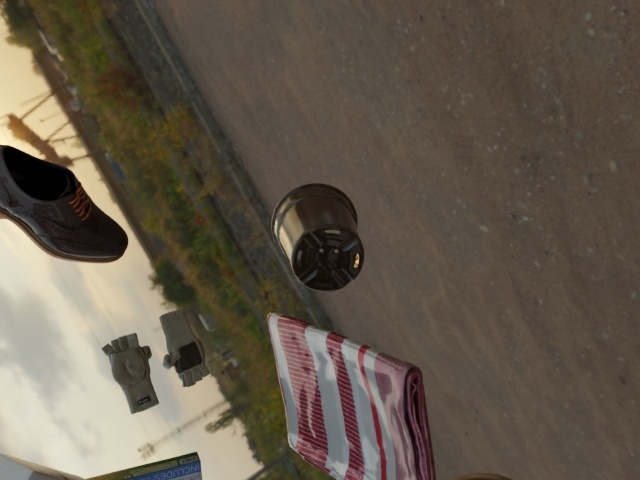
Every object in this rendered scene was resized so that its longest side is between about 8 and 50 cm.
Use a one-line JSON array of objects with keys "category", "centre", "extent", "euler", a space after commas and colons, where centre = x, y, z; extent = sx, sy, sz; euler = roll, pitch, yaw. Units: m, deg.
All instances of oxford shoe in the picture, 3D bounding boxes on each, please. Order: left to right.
[{"category": "oxford shoe", "centre": [-0.359, -0.042, 0.810], "extent": [0.271, 0.098, 0.096], "euler": [38, -136, -52]}]

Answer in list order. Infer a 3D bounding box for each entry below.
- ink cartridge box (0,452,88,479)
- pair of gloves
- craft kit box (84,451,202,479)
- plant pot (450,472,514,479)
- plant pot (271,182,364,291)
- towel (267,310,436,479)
[{"category": "ink cartridge box", "centre": [-0.174, 0.154, 0.355], "extent": [0.048, 0.028, 0.083], "euler": [2, 150, 35]}, {"category": "pair of gloves", "centre": [-0.421, 0.311, 1.515], "extent": [0.204, 0.240, 0.042], "euler": [63, 150, 3]}, {"category": "craft kit box", "centre": [-0.316, 0.515, 0.995], "extent": [0.061, 0.250, 0.246], "euler": [180, 83, -70]}, {"category": "plant pot", "centre": [0.261, 0.483, 0.944], "extent": [0.236, 0.236, 0.032], "euler": [42, 163, 53]}, {"category": "plant pot", "centre": [0.000, 0.000, 1.039], "extent": [0.165, 0.167, 0.167], "euler": [-110, -4, -66]}, {"category": "towel", "centre": [0.028, 0.236, 0.793], "extent": [0.329, 0.037, 0.237], "euler": [10, 112, 56]}]
